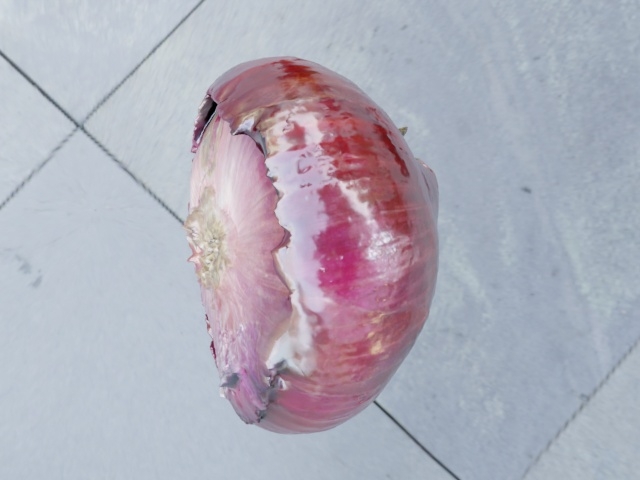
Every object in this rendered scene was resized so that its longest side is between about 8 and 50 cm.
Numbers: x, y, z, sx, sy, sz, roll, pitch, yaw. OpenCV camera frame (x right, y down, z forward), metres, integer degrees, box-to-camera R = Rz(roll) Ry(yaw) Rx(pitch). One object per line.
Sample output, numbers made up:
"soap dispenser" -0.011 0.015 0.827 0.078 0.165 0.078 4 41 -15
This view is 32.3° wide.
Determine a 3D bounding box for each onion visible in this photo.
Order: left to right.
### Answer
"onion" -0.009 0.005 0.701 0.161 0.248 0.248 6 90 -6
